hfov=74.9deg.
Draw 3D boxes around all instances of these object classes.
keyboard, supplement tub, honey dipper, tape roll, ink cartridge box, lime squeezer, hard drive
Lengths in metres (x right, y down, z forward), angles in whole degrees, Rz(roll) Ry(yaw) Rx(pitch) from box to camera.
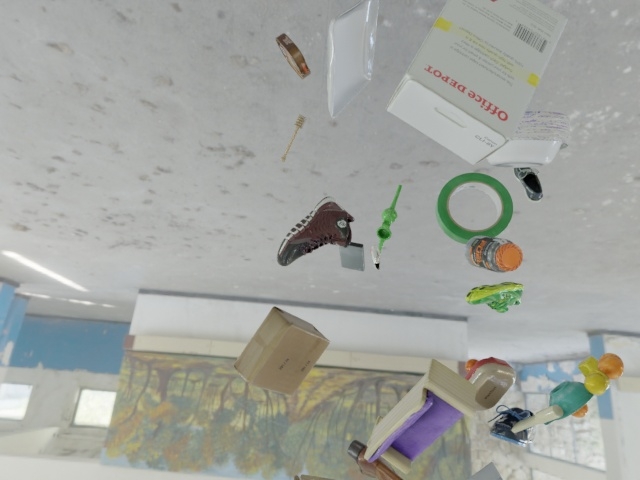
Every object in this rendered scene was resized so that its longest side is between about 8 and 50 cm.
[{"bbox_3d":[0.488,0.801,1.332,0.256,0.072,0.014,-13,146,-30],"label":"keyboard"},{"bbox_3d":[0.595,0.047,1.439,0.116,0.117,0.190,9,-178,-13],"label":"supplement tub"},{"bbox_3d":[-0.090,-0.327,1.353,0.030,0.161,0.030,23,-161,-9],"label":"honey dipper"},{"bbox_3d":[0.680,-0.142,1.863,0.321,0.321,0.077,1,165,9],"label":"tape roll"},{"bbox_3d":[0.375,-0.426,1.022,0.279,0.385,0.160,31,165,-2],"label":"ink cartridge box"},{"bbox_3d":[0.239,-0.058,1.532,0.058,0.311,0.110,15,-172,-4],"label":"lime squeezer"},{"bbox_3d":[0.122,0.060,1.608,0.094,0.022,0.135,10,138,19],"label":"hard drive"}]

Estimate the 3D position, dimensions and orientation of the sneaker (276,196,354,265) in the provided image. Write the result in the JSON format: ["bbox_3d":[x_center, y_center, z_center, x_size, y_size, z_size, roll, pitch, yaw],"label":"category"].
[{"bbox_3d":[0.000,0.000,1.321,0.162,0.281,0.106,37,170,21],"label":"sneaker"}]

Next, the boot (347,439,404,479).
[{"bbox_3d":[0.252,0.806,1.414,0.280,0.096,0.264,17,144,44],"label":"boot"}]

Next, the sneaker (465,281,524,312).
[{"bbox_3d":[0.737,0.244,1.737,0.295,0.124,0.109,-3,-179,-23],"label":"sneaker"}]

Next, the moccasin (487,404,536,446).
[{"bbox_3d":[0.675,0.638,1.466,0.137,0.117,0.342,11,169,35],"label":"moccasin"}]

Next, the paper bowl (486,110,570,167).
[{"bbox_3d":[0.668,-0.326,1.395,0.284,0.148,0.284,1,-176,0],"label":"paper bowl"}]

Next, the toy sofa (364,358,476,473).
[{"bbox_3d":[0.282,0.534,1.207,0.150,0.177,0.363,33,123,7],"label":"toy sofa"}]

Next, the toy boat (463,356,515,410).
[{"bbox_3d":[0.557,0.483,1.468,0.151,0.151,0.231,19,115,-15],"label":"toy boat"}]

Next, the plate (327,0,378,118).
[{"bbox_3d":[0.085,-0.537,1.196,0.045,0.277,0.278,23,142,19],"label":"plate"}]

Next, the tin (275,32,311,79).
[{"bbox_3d":[-0.084,-0.572,1.296,0.040,0.190,0.106,-30,141,0],"label":"tin"}]

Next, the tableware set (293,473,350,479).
[{"bbox_3d":[0.021,0.546,0.853,0.194,0.128,0.039,20,170,-17],"label":"tableware set"}]

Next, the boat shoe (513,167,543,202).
[{"bbox_3d":[1.009,-0.303,2.029,0.095,0.255,0.079,-7,148,8],"label":"boat shoe"}]

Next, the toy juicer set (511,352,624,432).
[{"bbox_3d":[0.677,0.421,1.097,0.329,0.089,0.209,-34,158,-11],"label":"toy juicer set"}]

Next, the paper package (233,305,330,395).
[{"bbox_3d":[-0.170,0.511,1.904,0.309,0.325,0.168,35,178,-42],"label":"paper package"}]

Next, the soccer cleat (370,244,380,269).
[{"bbox_3d":[0.173,0.053,1.288,0.029,0.036,0.083,-11,118,-7],"label":"soccer cleat"}]
